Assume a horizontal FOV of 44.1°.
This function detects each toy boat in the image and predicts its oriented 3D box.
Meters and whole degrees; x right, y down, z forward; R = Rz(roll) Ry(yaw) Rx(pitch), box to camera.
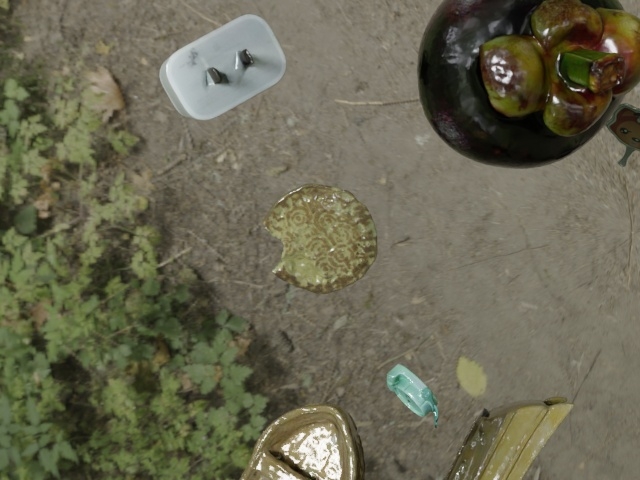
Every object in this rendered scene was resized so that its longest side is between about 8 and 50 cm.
[{"bbox_3d":[0.236,0.417,1.124,0.162,0.136,0.445,25,91,10],"label":"toy boat"},{"bbox_3d":[-0.017,0.252,0.832,0.116,0.061,0.188,31,97,23],"label":"toy boat"}]

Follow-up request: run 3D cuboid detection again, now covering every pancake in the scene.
[{"bbox_3d":[0.000,0.000,1.465,0.212,0.029,0.235,-1,120,0],"label":"pancake"}]

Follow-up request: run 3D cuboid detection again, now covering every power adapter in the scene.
[{"bbox_3d":[-0.161,-0.283,1.310,0.187,0.255,0.124,-32,106,-8],"label":"power adapter"}]

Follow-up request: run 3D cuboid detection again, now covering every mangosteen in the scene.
[{"bbox_3d":[0.266,-0.212,0.968,0.275,0.302,0.275,-4,103,-16],"label":"mangosteen"}]

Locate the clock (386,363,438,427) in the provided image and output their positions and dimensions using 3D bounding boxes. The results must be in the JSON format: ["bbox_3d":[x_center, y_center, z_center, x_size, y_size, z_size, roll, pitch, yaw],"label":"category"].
[{"bbox_3d":[0.190,0.308,1.564,0.041,0.101,0.135,-42,66,-16],"label":"clock"}]

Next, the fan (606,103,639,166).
[{"bbox_3d":[0.618,-0.195,1.552,0.132,0.220,0.009,32,75,15],"label":"fan"}]
